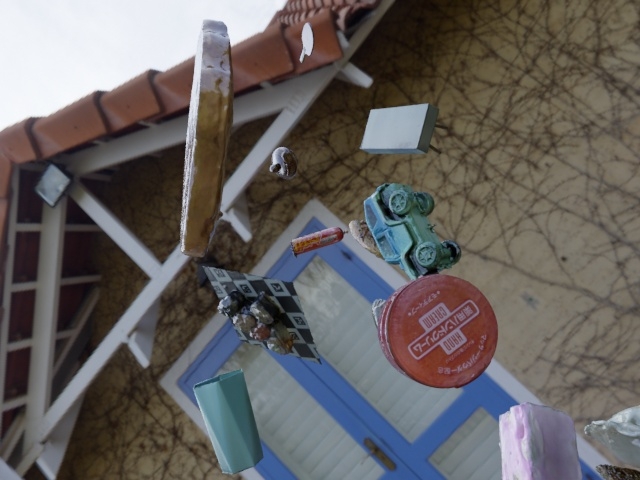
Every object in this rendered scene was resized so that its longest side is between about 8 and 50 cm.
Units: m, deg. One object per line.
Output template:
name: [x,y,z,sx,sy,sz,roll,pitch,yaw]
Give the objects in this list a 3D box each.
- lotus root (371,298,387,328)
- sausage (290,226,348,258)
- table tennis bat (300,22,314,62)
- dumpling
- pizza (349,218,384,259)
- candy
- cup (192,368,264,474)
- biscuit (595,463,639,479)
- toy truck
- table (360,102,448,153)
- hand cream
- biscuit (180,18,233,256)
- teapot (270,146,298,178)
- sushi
lotus root: [0.261,0.317,2.039,0.088,0.191,0.113,-19,7,-37]
sausage: [0.000,0.000,1.308,0.146,0.050,0.048,-17,-46,6]
table tennis bat: [-0.044,-0.625,1.686,0.013,0.086,0.156,-14,-16,-18]
dumpling: [0.794,0.478,1.288,0.193,0.258,0.146,60,-140,-58]
pizza: [0.234,-0.002,1.844,0.161,0.306,0.085,-40,-34,-43]
candy: [0.513,0.532,1.230,0.116,0.156,0.265,-50,25,50]
cup: [-0.228,0.466,1.358,0.134,0.235,0.148,-18,-7,-9]
biscuit: [0.754,0.570,1.196,0.131,0.231,0.025,-122,51,-67]
toy truck: [0.235,-0.017,1.365,0.156,0.278,0.155,-34,-18,33]
table: [0.236,-0.291,1.448,0.111,0.240,0.121,16,-90,-33]
hand cream: [0.197,0.156,0.914,0.193,0.193,0.125,-47,-5,-6]
biscuit: [-0.187,-0.164,0.872,0.062,0.385,0.364,4,-55,-16]
teapot: [-0.117,-0.232,1.606,0.078,0.098,0.129,-30,3,-23]
sushi: [-0.183,0.236,1.506,0.068,0.320,0.339,-53,-40,-39]
